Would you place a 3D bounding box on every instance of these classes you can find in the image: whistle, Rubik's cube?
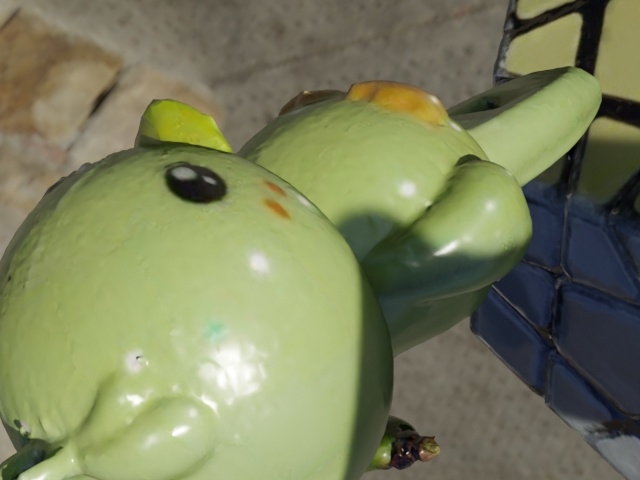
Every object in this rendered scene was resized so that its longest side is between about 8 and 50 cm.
[{"bbox_3d":[-0.006,-0.008,0.617,0.141,0.294,0.141,23,140,21],"label":"whistle"},{"bbox_3d":[0.213,-0.028,0.842,0.319,0.319,0.264,-26,77,49],"label":"Rubik's cube"}]

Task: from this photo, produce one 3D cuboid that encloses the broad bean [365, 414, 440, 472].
[{"bbox_3d":[-0.044,0.102,0.874,0.195,0.061,0.046,-8,104,-10],"label":"broad bean"}]
